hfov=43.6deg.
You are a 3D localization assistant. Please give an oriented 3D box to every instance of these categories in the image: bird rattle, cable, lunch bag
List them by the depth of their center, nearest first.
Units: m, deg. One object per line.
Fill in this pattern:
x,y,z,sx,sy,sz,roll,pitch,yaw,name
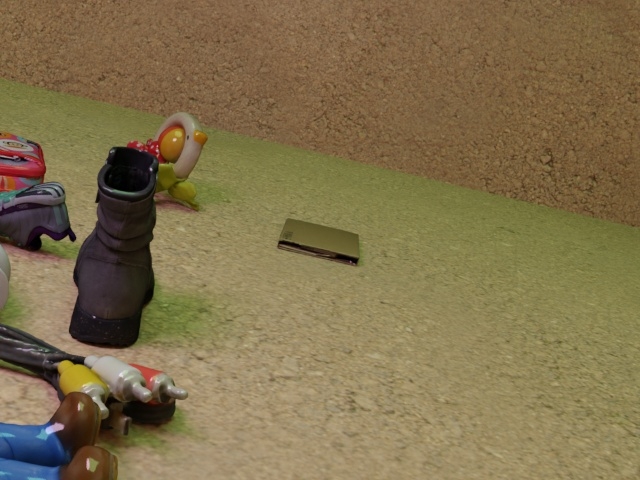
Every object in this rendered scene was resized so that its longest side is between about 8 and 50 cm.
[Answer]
-0.253,0.121,0.828,0.287,0.072,0.139,23,11,36,cable
-0.625,-0.119,1.367,0.293,0.120,0.258,7,19,-25,lunch bag
-0.322,-0.180,1.734,0.143,0.207,0.253,26,14,-34,bird rattle

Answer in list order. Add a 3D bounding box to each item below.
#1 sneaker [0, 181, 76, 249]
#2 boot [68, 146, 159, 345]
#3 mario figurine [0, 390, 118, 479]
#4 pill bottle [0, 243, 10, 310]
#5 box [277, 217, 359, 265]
-0.481,-0.023,1.218,0.224,0.098,0.083,-7,19,20,sneaker
-0.259,-0.021,1.070,0.118,0.222,0.338,8,15,-19,boot
-0.302,0.123,0.550,0.320,0.170,0.198,14,-23,-30,mario figurine
-0.434,0.027,0.955,0.108,0.108,0.193,3,17,-35,pill bottle
0.000,0.000,1.655,0.164,0.021,0.201,13,13,-1,box
